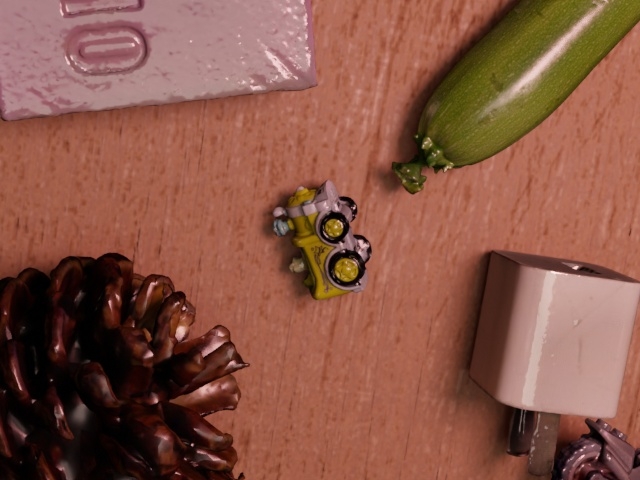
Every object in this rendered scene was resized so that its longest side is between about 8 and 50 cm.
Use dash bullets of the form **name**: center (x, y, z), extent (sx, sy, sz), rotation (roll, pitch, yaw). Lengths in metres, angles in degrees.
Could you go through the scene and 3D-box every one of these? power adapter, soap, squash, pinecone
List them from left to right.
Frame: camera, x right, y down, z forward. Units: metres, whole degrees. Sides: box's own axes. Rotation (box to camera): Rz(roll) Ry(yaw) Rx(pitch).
- **pinecone**: center (-0.202, 0.153, 0.938), extent (0.296, 0.242, 0.298), rotation (-29, 96, -2)
- **soap**: center (-0.153, -0.263, 0.945), extent (0.286, 0.107, 0.296), rotation (-9, 107, -8)
- **power adapter**: center (0.217, 0.122, 1.063), extent (0.125, 0.130, 0.204), rotation (8, 98, -11)
- **squash**: center (0.213, -0.183, 1.033), extent (0.379, 0.101, 0.101), rotation (-42, 103, 0)

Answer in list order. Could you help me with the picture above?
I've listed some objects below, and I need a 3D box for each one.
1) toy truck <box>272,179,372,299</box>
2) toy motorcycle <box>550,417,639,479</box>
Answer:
- **toy truck**: center (0.000, 0.000, 1.042), extent (0.077, 0.076, 0.111), rotation (-18, 101, 14)
- **toy motorcycle**: center (0.330, 0.238, 1.112), extent (0.215, 0.080, 0.122), rotation (31, 93, -30)
